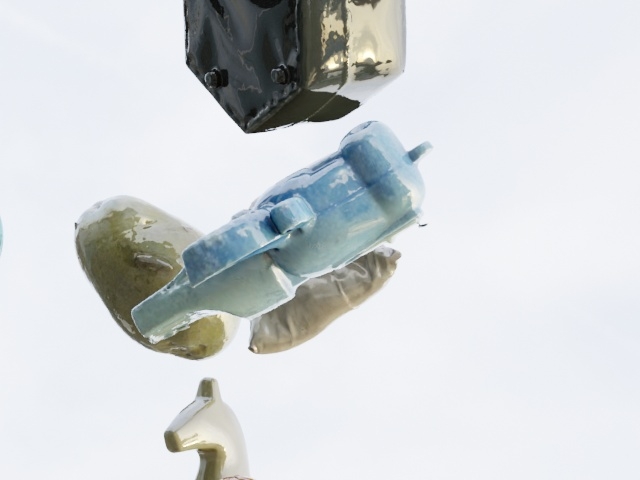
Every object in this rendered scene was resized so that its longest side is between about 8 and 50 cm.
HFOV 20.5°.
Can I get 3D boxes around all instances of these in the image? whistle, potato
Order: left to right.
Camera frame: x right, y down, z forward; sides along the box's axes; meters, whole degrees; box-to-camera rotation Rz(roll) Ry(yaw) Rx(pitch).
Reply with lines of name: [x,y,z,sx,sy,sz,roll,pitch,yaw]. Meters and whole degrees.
potato: [-0.193,0.043,2.108,0.235,0.160,0.178,43,-43,-6]
whistle: [-0.028,-0.003,1.362,0.093,0.269,0.180,61,5,5]

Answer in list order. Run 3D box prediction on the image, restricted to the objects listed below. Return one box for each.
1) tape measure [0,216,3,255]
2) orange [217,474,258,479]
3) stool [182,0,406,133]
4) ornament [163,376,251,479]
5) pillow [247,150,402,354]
tape measure: [-0.365,-0.001,1.678,0.125,0.081,0.146,-35,-117,23]
orange: [-0.068,0.234,1.447,0.083,0.083,0.083,22,-39,19]
stool: [-0.029,-0.221,1.682,0.232,0.141,0.232,20,-64,50]
ornament: [-0.085,0.274,1.686,0.061,0.245,0.230,-8,-30,36]
pillow: [0.000,0.000,1.759,0.173,0.270,0.067,-26,-60,11]
